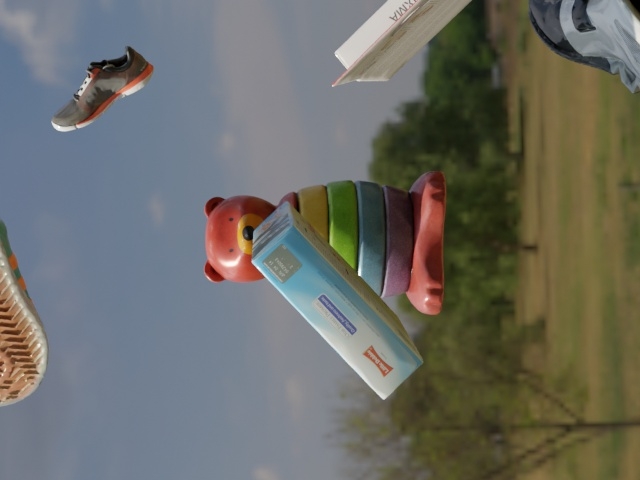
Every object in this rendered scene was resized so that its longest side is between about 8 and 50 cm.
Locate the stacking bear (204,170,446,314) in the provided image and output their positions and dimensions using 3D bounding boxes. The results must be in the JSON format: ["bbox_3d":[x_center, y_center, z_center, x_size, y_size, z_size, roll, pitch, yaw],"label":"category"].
[{"bbox_3d":[0.000,0.000,1.980,0.164,0.289,0.175,168,103,-86],"label":"stacking bear"}]

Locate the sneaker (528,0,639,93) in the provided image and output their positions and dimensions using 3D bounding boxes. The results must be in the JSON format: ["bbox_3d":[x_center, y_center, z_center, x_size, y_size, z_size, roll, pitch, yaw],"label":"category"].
[{"bbox_3d":[0.318,-0.242,1.624,0.330,0.122,0.146,44,154,52],"label":"sneaker"}]

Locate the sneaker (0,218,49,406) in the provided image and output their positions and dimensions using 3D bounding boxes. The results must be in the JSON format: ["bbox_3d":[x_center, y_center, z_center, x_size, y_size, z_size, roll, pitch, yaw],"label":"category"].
[{"bbox_3d":[-0.350,0.043,1.642,0.302,0.108,0.121,86,166,-45],"label":"sneaker"}]

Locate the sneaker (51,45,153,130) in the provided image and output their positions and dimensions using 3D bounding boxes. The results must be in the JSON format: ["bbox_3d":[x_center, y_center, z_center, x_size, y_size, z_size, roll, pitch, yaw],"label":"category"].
[{"bbox_3d":[-0.304,-0.210,2.157,0.065,0.158,0.061,54,-178,-34],"label":"sneaker"}]

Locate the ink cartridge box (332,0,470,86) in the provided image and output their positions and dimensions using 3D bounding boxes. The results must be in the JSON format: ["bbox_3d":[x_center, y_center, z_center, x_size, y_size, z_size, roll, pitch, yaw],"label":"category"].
[{"bbox_3d":[0.142,-0.349,2.338,0.066,0.296,0.261,50,-159,9],"label":"ink cartridge box"}]

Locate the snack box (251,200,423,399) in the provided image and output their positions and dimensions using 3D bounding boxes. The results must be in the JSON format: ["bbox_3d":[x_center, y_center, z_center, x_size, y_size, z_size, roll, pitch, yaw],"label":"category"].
[{"bbox_3d":[0.011,0.053,1.673,0.187,0.060,0.322,47,-178,-5],"label":"snack box"}]
